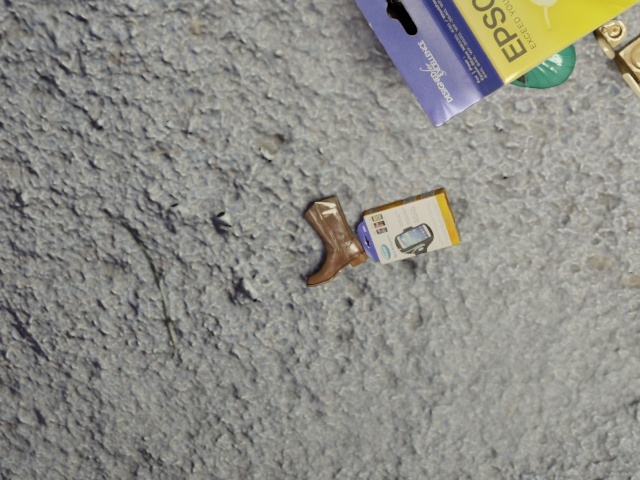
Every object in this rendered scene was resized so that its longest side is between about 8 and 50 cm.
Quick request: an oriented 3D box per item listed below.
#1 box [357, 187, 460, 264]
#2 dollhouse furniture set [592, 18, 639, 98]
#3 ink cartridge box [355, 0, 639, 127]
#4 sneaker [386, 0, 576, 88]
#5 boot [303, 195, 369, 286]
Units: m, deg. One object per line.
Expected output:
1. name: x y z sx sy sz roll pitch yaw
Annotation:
1. box: 0.124 -0.018 1.581 0.136 0.028 0.081 -15 110 17
2. dollhouse furniture set: 0.420 -0.277 1.373 0.151 0.123 0.144 -38 103 21
3. ink cartridge box: 0.191 -0.342 1.317 0.307 0.072 0.303 -33 91 -6
4. sneaker: 0.187 -0.267 1.413 0.302 0.121 0.108 24 114 -2
5. boot: 0.000 0.000 1.601 0.106 0.037 0.114 -30 109 5
